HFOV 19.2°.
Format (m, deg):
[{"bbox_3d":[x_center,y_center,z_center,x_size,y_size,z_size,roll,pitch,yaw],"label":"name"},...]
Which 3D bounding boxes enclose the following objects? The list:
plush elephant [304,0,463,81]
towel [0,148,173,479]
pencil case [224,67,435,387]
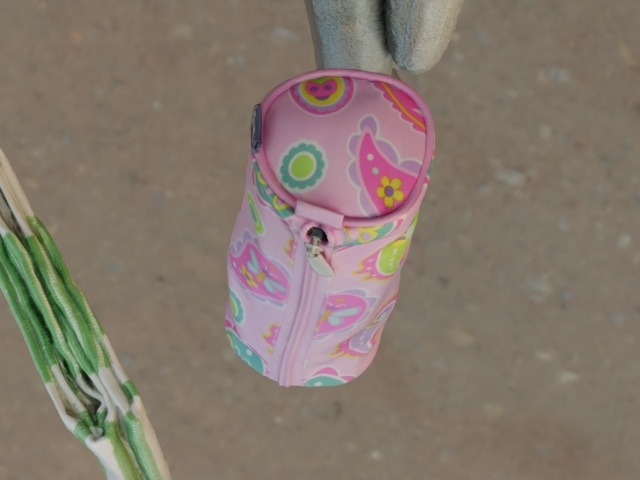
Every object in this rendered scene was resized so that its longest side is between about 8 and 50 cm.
[{"bbox_3d":[0.089,-0.270,1.305,0.255,0.272,0.330,-19,158,-6],"label":"plush elephant"},{"bbox_3d":[-0.171,0.000,1.038,0.325,0.038,0.248,58,171,18],"label":"towel"},{"bbox_3d":[0.000,0.000,1.248,0.124,0.124,0.284,20,154,2],"label":"pencil case"}]
